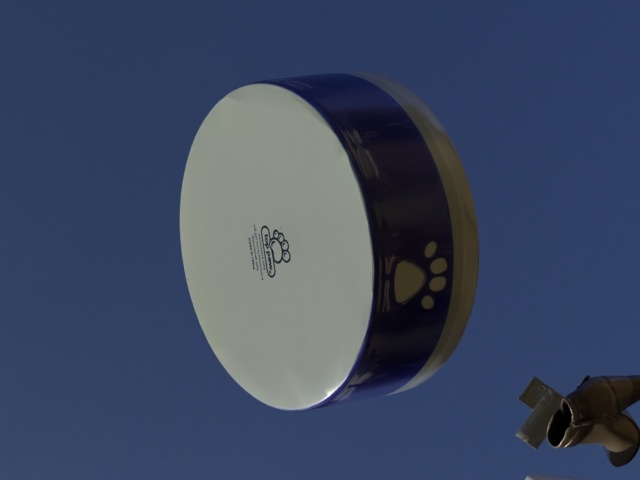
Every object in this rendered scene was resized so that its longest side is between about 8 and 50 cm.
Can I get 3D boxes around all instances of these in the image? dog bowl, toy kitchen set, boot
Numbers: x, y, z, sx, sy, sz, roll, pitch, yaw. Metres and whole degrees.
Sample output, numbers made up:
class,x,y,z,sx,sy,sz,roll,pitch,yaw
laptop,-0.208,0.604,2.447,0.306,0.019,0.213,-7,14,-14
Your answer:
class,x,y,z,sx,sy,sz,roll,pitch,yaw
dog bowl,0.000,0.000,1.250,0.104,0.265,0.265,-9,-69,-37
toy kitchen set,0.267,0.213,1.825,0.068,0.083,0.075,-54,-20,-1
boot,0.235,0.162,1.357,0.087,0.042,0.118,-16,-51,-25

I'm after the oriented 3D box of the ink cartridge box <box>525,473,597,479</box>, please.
class,x,y,z,sx,sy,sz,roll,pitch,yaw
ink cartridge box,0.306,0.310,1.362,0.198,0.273,0.115,9,-79,-23
